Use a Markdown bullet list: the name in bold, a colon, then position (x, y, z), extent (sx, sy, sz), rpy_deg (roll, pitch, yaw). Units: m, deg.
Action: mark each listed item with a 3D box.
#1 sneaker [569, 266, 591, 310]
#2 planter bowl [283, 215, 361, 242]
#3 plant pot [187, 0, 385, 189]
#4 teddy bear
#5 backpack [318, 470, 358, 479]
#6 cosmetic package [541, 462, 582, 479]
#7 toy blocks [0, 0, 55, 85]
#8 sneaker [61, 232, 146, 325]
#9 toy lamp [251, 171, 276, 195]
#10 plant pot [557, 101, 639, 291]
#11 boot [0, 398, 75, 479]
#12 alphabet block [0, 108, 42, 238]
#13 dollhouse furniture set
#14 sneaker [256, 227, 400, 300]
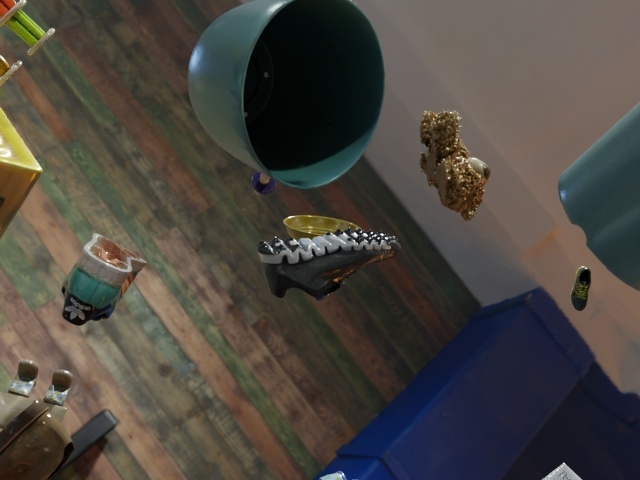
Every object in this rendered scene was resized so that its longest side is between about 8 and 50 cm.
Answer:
- **sneaker**: position (0.478, 0.087, 1.069), extent (0.031, 0.083, 0.035), rpy_deg (6, -8, 16)
- **planter bowl**: position (0.000, 0.000, 1.602), extent (0.217, 0.217, 0.090), rpy_deg (22, -70, 42)
- **plant pot**: position (-0.078, -0.252, 0.956), extent (0.235, 0.293, 0.293), rpy_deg (24, -43, 43)
- **teddy bear**: position (0.304, -0.184, 1.346), extent (0.338, 0.113, 0.245), rpy_deg (-98, 180, -76)
- **backpack**: position (0.044, 0.515, 1.143), extent (0.114, 0.084, 0.105), rpy_deg (61, -26, 29)
- **cosmetic package**: position (0.340, 0.572, 0.951), extent (0.155, 0.365, 0.197), rpy_deg (60, -10, -30)
- **toy blocks**: position (-0.469, -0.306, 0.804), extent (0.148, 0.123, 0.054), rpy_deg (45, 8, -32)
- **sneaker**: position (-0.386, 0.067, 1.013), extent (0.108, 0.121, 0.302), rpy_deg (32, -2, -10)
- **toy lamp**: position (-0.155, -0.201, 1.700), extent (0.080, 0.080, 0.274), rpy_deg (52, -21, 5)
- **plant pot**: position (0.579, -0.104, 0.883), extent (0.341, 0.341, 0.334), rpy_deg (50, -50, 8)
- **boot**: position (-0.554, 0.417, 1.019), extent (0.115, 0.112, 0.305), rpy_deg (45, -75, -3)
- **alphabet block**: position (-0.549, -0.093, 0.808), extent (0.192, 0.193, 0.197), rpy_deg (45, -74, 26)
- **dollhouse furniture set**: position (-0.651, 0.333, 1.189), extent (0.242, 0.212, 0.161), rpy_deg (20, -50, -13)
- **sneaker**: position (0.015, 0.042, 0.938), extent (0.078, 0.234, 0.106), rpy_deg (-134, -140, -67)
